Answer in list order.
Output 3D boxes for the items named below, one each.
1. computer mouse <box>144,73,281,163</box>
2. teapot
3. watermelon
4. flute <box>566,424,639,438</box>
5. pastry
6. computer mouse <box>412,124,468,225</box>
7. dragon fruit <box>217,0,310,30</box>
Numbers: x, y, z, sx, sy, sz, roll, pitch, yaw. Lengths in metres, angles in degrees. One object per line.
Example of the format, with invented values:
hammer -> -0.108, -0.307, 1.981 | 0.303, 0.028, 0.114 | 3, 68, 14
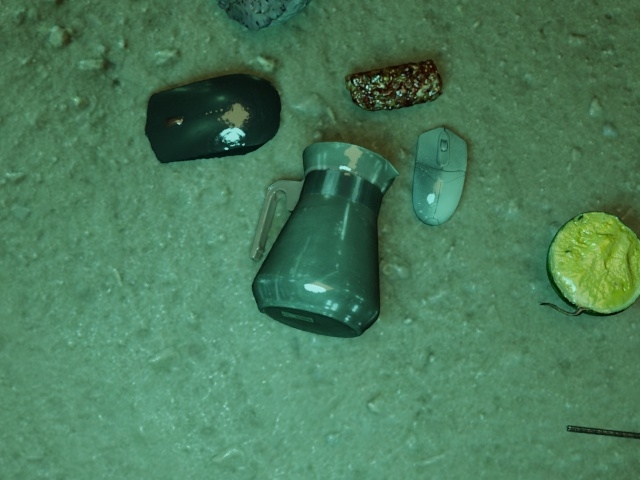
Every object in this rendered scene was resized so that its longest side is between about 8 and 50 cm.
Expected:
computer mouse -> -0.226, -0.259, 1.726 | 0.295, 0.087, 0.168 | -12, 84, -4
teapot -> 0.000, 0.000, 1.639 | 0.300, 0.253, 0.344 | 5, 69, 28
watermelon -> 0.559, 0.061, 1.710 | 0.204, 0.127, 0.232 | 18, 77, -1
flute -> 0.642, 0.404, 1.712 | 0.269, 0.014, 0.014 | 6, 79, -3
pastry -> 0.160, -0.330, 1.764 | 0.208, 0.115, 0.097 | -11, 93, -8
computer mouse -> 0.254, -0.146, 1.754 | 0.113, 0.068, 0.229 | 9, 79, -4
dragon fruit -> -0.104, -0.589, 1.751 | 0.283, 0.204, 0.221 | 37, 50, 18
